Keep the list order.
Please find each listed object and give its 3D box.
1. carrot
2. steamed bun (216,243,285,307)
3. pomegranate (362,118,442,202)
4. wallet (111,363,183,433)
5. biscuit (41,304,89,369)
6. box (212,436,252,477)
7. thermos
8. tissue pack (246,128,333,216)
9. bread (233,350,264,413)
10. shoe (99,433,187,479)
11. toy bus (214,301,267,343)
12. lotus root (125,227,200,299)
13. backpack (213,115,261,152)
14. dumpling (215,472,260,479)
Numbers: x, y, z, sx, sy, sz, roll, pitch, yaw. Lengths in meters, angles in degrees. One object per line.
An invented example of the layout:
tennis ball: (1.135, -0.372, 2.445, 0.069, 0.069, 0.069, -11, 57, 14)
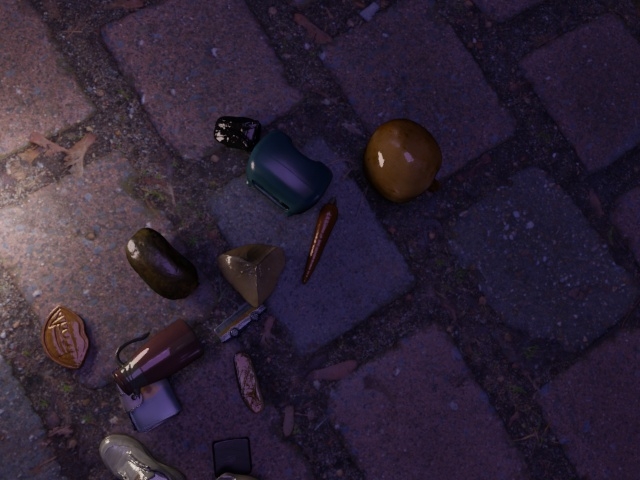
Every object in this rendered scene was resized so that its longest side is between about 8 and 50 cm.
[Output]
carrot: (0.000, 0.000, 1.838, 0.069, 0.069, 0.336, 18, 83, -5)
steamed bun: (-0.221, 0.083, 1.756, 0.231, 0.110, 0.212, 44, 66, 11)
pomegranate: (0.279, -0.282, 1.797, 0.307, 0.307, 0.307, 1, 82, -7)
wallet: (-0.573, 0.501, 1.689, 0.170, 0.069, 0.231, -26, 80, -15)
biscuit: (-0.844, 0.323, 1.694, 0.142, 0.029, 0.221, -15, 85, -9)
box: (-0.296, 0.727, 1.716, 0.126, 0.027, 0.125, -5, 85, -9)
thermos: (-0.530, 0.370, 1.636, 0.265, 0.146, 0.176, -32, 73, -29)
tissue pack: (-0.120, -0.223, 1.779, 0.287, 0.198, 0.206, 37, 77, -7)
bread: (-0.247, 0.481, 1.741, 0.073, 0.053, 0.214, -17, 82, -14)
shoe: (-0.567, 0.735, 1.611, 0.316, 0.159, 0.124, 32, 81, -5)
toy bus: (-0.273, 0.276, 1.763, 0.190, 0.064, 0.075, -41, 77, -11)
lotus root: (-0.528, 0.085, 1.705, 0.275, 0.160, 0.152, 41, 69, -1)
backpack: (-0.293, -0.384, 1.829, 0.165, 0.106, 0.120, 19, 94, 15)
dumpling: (-0.240, 0.851, 1.650, 0.250, 0.132, 0.162, 28, 76, -3)
